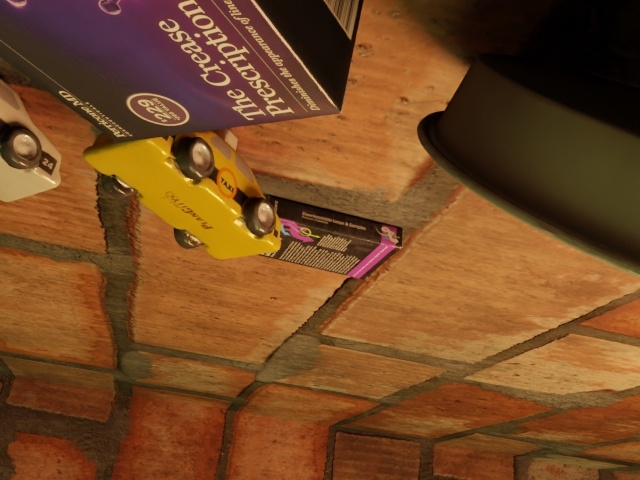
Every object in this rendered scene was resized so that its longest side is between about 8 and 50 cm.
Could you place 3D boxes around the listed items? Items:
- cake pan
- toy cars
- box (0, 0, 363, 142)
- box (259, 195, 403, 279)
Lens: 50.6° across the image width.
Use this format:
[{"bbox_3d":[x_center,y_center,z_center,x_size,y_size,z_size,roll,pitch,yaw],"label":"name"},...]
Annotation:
[{"bbox_3d":[0.204,-0.043,0.392,0.293,0.293,0.054,12,114,-11],"label":"cake pan"},{"bbox_3d":[-0.209,-0.088,0.594,0.394,0.087,0.176,16,150,-12],"label":"toy cars"},{"bbox_3d":[-0.115,-0.163,0.351,0.184,0.103,0.261,0,158,29],"label":"box"},{"bbox_3d":[0.000,0.000,0.794,0.162,0.029,0.116,12,155,-15],"label":"box"}]
